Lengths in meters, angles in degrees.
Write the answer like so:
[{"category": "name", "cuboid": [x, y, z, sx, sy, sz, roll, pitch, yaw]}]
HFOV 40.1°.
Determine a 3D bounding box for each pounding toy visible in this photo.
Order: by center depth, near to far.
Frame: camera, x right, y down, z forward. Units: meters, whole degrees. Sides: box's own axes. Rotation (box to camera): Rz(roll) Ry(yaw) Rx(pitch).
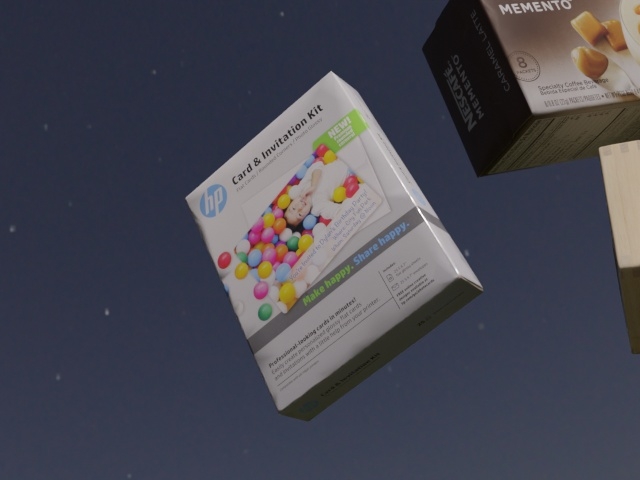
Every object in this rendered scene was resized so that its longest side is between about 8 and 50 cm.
[{"category": "pounding toy", "cuboid": [0.261, 0.019, 0.616, 0.100, 0.141, 0.130, -10, -40, 18]}]

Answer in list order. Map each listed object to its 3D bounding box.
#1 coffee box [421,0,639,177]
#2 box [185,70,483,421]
[{"category": "coffee box", "cuboid": [0.232, -0.154, 0.764, 0.246, 0.141, 0.098, -10, -22, -23]}, {"category": "box", "cuboid": [0.000, 0.000, 0.579, 0.145, 0.186, 0.038, -38, -35, 17]}]
